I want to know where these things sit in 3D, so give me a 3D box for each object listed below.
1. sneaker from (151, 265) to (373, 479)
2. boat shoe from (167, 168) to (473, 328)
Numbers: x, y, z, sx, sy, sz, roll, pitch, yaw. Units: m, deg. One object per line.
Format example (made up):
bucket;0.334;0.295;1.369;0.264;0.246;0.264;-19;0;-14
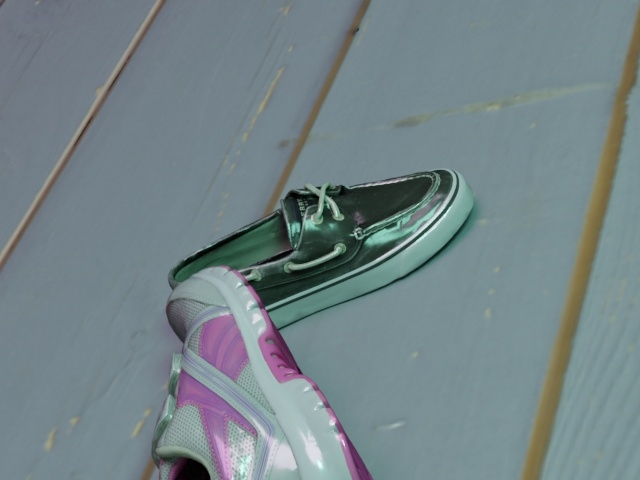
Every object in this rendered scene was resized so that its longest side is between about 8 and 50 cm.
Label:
sneaker;-0.059;0.106;0.935;0.111;0.103;0.252;-31;33;-5
boat shoe;0.000;0.000;1.057;0.219;0.070;0.078;-28;34;4
